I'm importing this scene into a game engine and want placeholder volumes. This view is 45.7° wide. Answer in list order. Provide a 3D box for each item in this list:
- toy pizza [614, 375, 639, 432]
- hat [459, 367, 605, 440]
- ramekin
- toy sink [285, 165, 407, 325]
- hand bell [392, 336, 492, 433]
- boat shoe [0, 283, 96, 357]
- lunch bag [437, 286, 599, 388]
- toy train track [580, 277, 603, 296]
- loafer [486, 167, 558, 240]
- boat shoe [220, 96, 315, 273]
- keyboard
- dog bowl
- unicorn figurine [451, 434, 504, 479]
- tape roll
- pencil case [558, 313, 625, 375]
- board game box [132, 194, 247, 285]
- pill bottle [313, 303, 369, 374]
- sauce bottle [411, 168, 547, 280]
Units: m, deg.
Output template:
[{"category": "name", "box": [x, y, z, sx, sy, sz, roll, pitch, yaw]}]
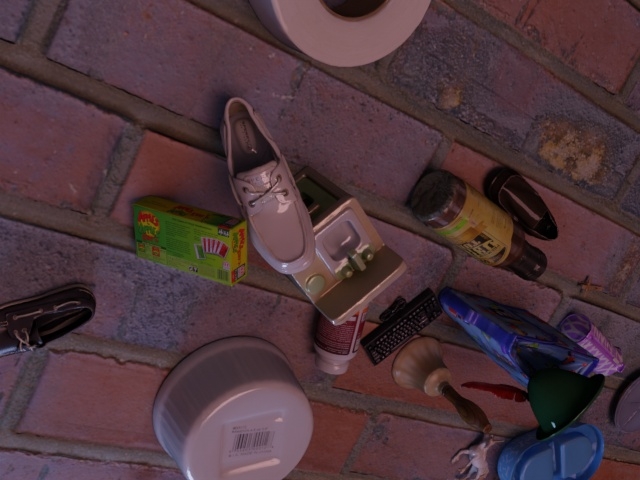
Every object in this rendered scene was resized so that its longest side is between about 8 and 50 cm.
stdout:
[{"category": "toy pizza", "box": [0.856, 0.425, 2.032, 0.201, 0.032, 0.201, -13, 120, -24]}, {"category": "hat", "box": [0.401, 0.253, 1.419, 0.173, 0.183, 0.208, -48, 170, 18]}, {"category": "ramekin", "box": [-0.146, 0.324, 1.355, 0.277, 0.135, 0.277, -13, 119, -24]}, {"category": "toy sink", "box": [0.000, 0.000, 1.217, 0.153, 0.234, 0.131, -39, 126, -6]}, {"category": "hand bell", "box": [0.259, 0.303, 1.505, 0.126, 0.242, 0.126, -13, 118, -25]}, {"category": "boat shoe", "box": [-0.436, 0.130, 1.140, 0.206, 0.065, 0.075, -25, 123, -17]}, {"category": "lunch bag", "box": [0.375, 0.199, 1.533, 0.293, 0.221, 0.138, 28, 97, -36]}, {"category": "toy train track", "box": [0.625, 0.108, 1.759, 0.083, 0.014, 0.048, 8, 102, -38]}, {"category": "loafer", "box": [0.415, -0.069, 1.512, 0.220, 0.078, 0.080, 33, 94, -37]}, {"category": "boat shoe", "box": [-0.088, -0.083, 1.113, 0.098, 0.277, 0.096, -24, 166, -3]}, {"category": "keyboard", "box": [0.161, 0.168, 1.521, 0.180, 0.023, 0.108, -37, 126, -10]}, {"category": "dog bowl", "box": [0.567, 0.540, 1.884, 0.297, 0.074, 0.166, -13, 107, -23]}, {"category": "unicorn figurine", "box": [0.369, 0.517, 1.794, 0.111, 0.060, 0.162, -30, 140, -14]}, {"category": "tape roll", "box": [0.034, -0.406, 1.120, 0.286, 0.100, 0.286, -12, 118, -24]}, {"category": "pencil case", "box": [0.640, 0.250, 1.790, 0.206, 0.088, 0.086, 36, 91, -36]}, {"category": "board game box", "box": [-0.197, -0.002, 1.143, 0.043, 0.181, 0.092, -37, 135, -54]}, {"category": "pill bottle", "box": [0.035, 0.167, 1.410, 0.086, 0.086, 0.152, 1, 112, -30]}, {"category": "sauce bottle", "box": [0.320, -0.016, 1.464, 0.344, 0.111, 0.111, 29, 97, -35]}]
